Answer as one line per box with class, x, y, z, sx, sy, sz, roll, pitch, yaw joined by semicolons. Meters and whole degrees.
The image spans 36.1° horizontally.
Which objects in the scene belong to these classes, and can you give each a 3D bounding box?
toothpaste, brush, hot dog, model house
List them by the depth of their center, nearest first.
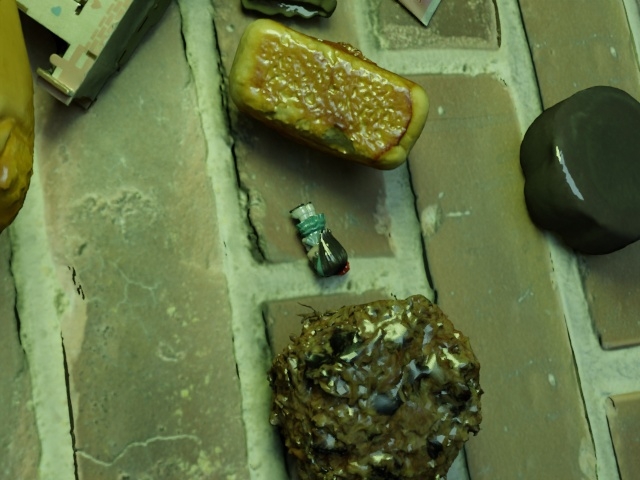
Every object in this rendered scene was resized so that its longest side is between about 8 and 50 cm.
model house;-0.295;-0.356;1.178;0.244;0.169;0.326;34;99;-2
hot dog;0.009;-0.190;1.285;0.256;0.153;0.150;23;97;-4
brush;-0.124;-0.357;1.330;0.301;0.071;0.084;4;63;-21
toothpaste;0.096;-0.400;1.445;0.194;0.043;0.067;36;62;-15

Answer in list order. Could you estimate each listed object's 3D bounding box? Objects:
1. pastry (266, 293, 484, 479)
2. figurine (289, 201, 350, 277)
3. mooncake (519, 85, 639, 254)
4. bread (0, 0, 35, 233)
pastry;0.064;0.187;1.203;0.274;0.193;0.275;-2;100;-11
figurine;0.000;0.000;1.294;0.106;0.047;0.060;62;22;9
mooncake;0.404;-0.101;1.432;0.245;0.133;0.245;6;73;-20
bread;-0.457;-0.165;1.023;0.250;0.361;0.394;-14;91;-56
